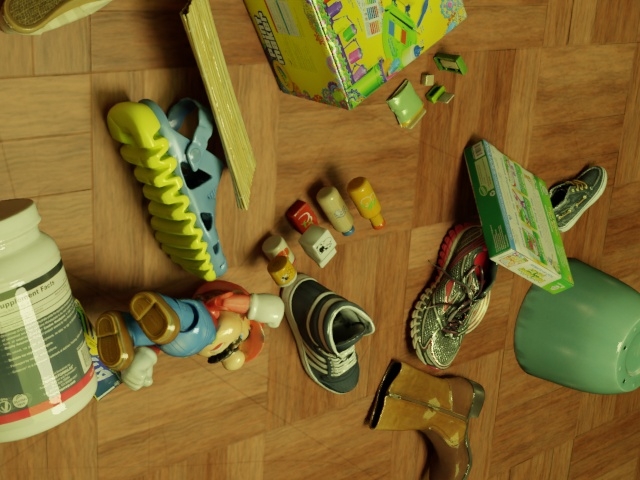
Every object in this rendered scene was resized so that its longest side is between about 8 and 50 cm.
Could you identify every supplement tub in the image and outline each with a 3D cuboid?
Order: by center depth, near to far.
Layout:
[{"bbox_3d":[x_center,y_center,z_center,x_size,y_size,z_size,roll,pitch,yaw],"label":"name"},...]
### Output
[{"bbox_3d":[-0.409,0.101,1.249,0.191,0.191,0.272,-24,109,-33],"label":"supplement tub"}]

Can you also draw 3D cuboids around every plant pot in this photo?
[{"bbox_3d":[0.618,0.211,2.192,0.293,0.235,0.293,-16,116,-36],"label":"plant pot"}]

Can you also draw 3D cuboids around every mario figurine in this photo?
[{"bbox_3d":[-0.176,0.149,1.452,0.320,0.198,0.170,4,94,-63],"label":"mario figurine"}]

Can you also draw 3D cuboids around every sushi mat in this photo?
[{"bbox_3d":[-0.146,-0.214,1.433,0.019,0.151,0.317,-9,122,10],"label":"sushi mat"}]

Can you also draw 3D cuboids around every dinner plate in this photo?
[{"bbox_3d":[0.300,0.128,2.027,0.141,0.017,0.141,-17,117,-37],"label":"dinner plate"}]

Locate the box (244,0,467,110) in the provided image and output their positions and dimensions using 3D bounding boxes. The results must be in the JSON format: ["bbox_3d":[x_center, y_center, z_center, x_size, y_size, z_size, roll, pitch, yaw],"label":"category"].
[{"bbox_3d":[0.041,-0.403,1.482,0.279,0.177,0.290,-40,128,-23],"label":"box"}]

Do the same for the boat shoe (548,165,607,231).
[{"bbox_3d":[0.557,-0.108,2.131,0.183,0.065,0.083,-51,133,-13],"label":"boat shoe"}]

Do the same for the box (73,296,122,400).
[{"bbox_3d":[-0.351,0.152,1.427,0.054,0.059,0.169,-38,127,-21],"label":"box"}]

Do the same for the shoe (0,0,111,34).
[{"bbox_3d":[-0.327,-0.328,1.276,0.219,0.058,0.077,-37,96,-31],"label":"shoe"}]

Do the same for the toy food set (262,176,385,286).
[{"bbox_3d":[0.000,0.000,1.645,0.232,0.111,0.104,-49,131,-20],"label":"toy food set"}]

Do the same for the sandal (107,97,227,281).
[{"bbox_3d":[-0.191,-0.081,1.443,0.138,0.126,0.317,-37,129,-31],"label":"sandal"}]

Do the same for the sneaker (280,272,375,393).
[{"bbox_3d":[0.036,0.192,1.721,0.099,0.153,0.282,-41,129,-22],"label":"sneaker"}]

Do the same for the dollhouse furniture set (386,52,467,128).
[{"bbox_3d":[0.196,-0.268,1.754,0.152,0.058,0.076,-49,131,-16],"label":"dollhouse furniture set"}]

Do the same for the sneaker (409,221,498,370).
[{"bbox_3d":[0.268,0.113,1.913,0.120,0.112,0.299,15,94,-34],"label":"sneaker"}]

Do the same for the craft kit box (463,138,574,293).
[{"bbox_3d":[0.389,-0.044,1.914,0.246,0.061,0.250,23,48,-42],"label":"craft kit box"}]

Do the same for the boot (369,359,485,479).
[{"bbox_3d":[0.210,0.393,1.996,0.280,0.096,0.264,18,94,-43],"label":"boot"}]
